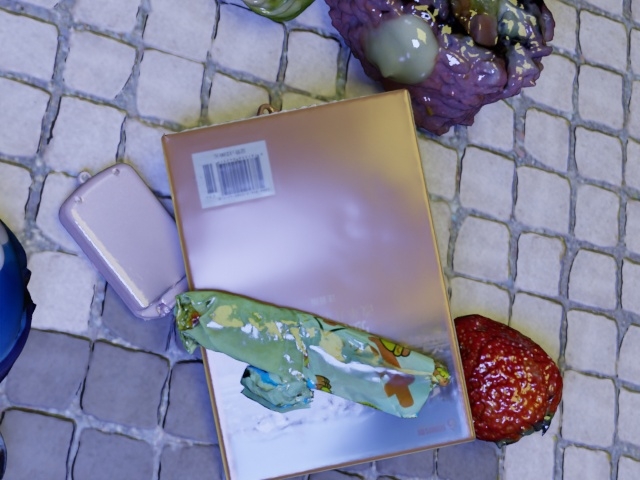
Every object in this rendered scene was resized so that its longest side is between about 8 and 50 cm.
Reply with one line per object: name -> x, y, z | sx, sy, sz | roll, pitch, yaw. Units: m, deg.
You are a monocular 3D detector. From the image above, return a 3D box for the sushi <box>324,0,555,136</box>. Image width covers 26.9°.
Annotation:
sushi -> 0.141, -0.263, 1.557 | 0.236, 0.171, 0.270 | -41, 102, -31

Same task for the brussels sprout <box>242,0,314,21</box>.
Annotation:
brussels sprout -> -0.045, -0.328, 1.507 | 0.151, 0.122, 0.149 | -33, 85, 4

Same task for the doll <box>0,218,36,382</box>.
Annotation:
doll -> -0.397, 0.024, 1.158 | 0.310, 0.240, 0.284 | 36, 35, 1

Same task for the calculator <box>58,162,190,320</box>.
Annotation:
calculator -> -0.194, -0.001, 1.383 | 0.100, 0.032, 0.175 | -41, 97, -31

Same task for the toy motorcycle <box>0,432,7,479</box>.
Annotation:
toy motorcycle -> -0.389, 0.295, 1.134 | 0.341, 0.108, 0.223 | -32, 118, -40

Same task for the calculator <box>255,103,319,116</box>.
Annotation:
calculator -> 0.000, 0.000, 1.478 | 0.220, 0.048, 0.329 | -22, 88, -30

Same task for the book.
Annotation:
book -> -0.002, 0.049, 1.379 | 0.263, 0.028, 0.374 | -11, 91, -3

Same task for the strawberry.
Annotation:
strawberry -> 0.207, 0.152, 1.506 | 0.131, 0.131, 0.148 | -11, 90, -30

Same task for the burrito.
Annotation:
burrito -> -0.017, 0.127, 1.343 | 0.288, 0.054, 0.104 | 19, 92, -3
